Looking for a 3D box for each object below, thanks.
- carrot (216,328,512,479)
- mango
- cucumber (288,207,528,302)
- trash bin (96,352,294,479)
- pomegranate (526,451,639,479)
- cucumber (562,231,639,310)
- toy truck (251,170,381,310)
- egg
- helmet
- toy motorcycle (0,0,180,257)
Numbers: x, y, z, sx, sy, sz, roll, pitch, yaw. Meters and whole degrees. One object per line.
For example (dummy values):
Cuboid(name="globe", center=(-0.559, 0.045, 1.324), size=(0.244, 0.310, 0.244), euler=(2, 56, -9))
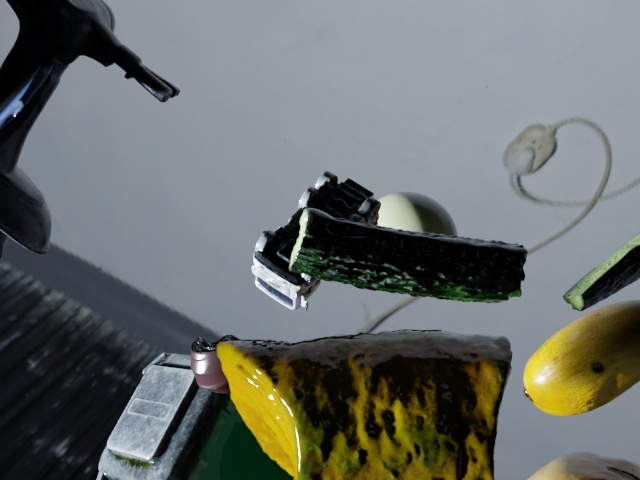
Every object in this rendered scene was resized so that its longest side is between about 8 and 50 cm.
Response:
Cuboid(name="carrot", center=(0.047, 0.220, 1.069), size=(0.340, 0.241, 0.241), euler=(-4, 118, 4))
Cuboid(name="mango", center=(0.397, 0.150, 1.293), size=(0.262, 0.109, 0.157), euler=(-31, 141, 10))
Cuboid(name="cucumber", center=(0.068, 0.015, 0.720), size=(0.187, 0.058, 0.058), euler=(8, 127, -17))
Cuboid(name="trash bin", center=(-0.166, 0.402, 1.640), size=(0.381, 0.295, 0.259), euler=(40, 154, -29))
Cuboid(name="pomegranate", center=(0.454, 0.526, 1.564), size=(0.338, 0.338, 0.338), euler=(12, 122, 19))
Cuboid(name="cucumber", center=(0.525, 0.062, 1.654), size=(0.062, 0.211, 0.078), euler=(55, 162, -4))
Cuboid(name="toy truck", center=(0.000, 0.000, 1.340), size=(0.098, 0.227, 0.114), euler=(32, 145, 16))
Cuboid(name="egg", center=(0.178, -0.009, 1.939), size=(0.188, 0.253, 0.188), euler=(-7, 112, -19))
Cuboid(name="helmet", center=(-0.122, 0.174, 1.296), size=(0.098, 0.123, 0.070), euler=(18, 101, 57))
Cuboid(name="toy motorcycle", center=(-0.255, -0.136, 0.544), size=(0.212, 0.125, 0.358), euler=(-35, 119, 8))
